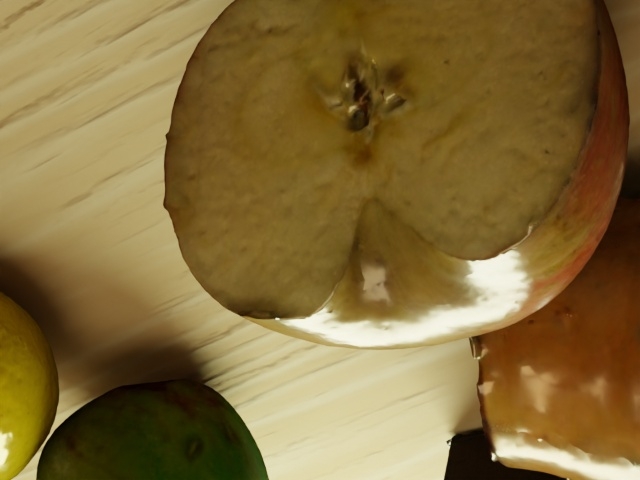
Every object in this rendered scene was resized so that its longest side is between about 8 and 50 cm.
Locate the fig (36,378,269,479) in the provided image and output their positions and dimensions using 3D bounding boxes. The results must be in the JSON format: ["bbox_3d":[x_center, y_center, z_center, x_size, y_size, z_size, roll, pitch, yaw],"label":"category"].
[{"bbox_3d":[-0.129,0.203,1.458,0.191,0.181,0.181,25,147,34],"label":"fig"}]

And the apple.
[{"bbox_3d":[0.064,-0.058,1.104,0.293,0.251,0.163,-17,154,25],"label":"apple"}]

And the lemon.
[{"bbox_3d":[-0.296,0.119,1.421,0.178,0.178,0.203,-9,135,24],"label":"lemon"}]

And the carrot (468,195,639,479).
[{"bbox_3d":[0.281,0.082,1.183,0.341,0.224,0.224,5,138,16],"label":"carrot"}]

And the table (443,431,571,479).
[{"bbox_3d":[0.247,0.275,1.382,0.282,0.250,0.196,-18,129,30],"label":"table"}]
